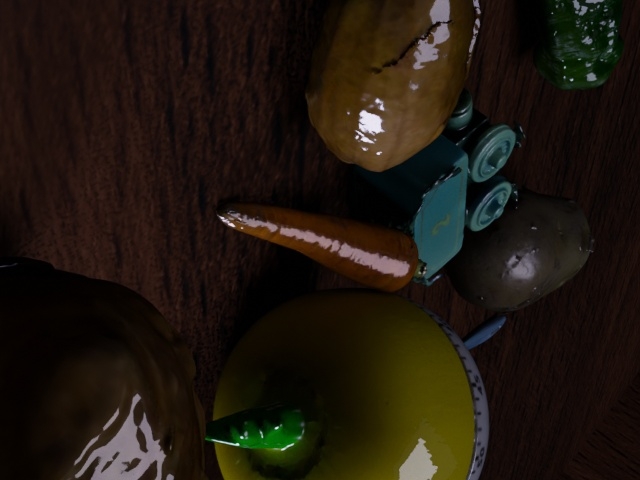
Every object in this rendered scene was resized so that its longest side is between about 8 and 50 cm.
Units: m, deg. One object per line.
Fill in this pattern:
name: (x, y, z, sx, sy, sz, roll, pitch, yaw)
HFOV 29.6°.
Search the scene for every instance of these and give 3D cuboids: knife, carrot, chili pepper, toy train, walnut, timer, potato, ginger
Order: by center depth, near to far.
ginger: (-0.190, 0.145, 0.750, 0.269, 0.223, 0.200, -58, 161, -3)
walnut: (0.058, -0.152, 0.968, 0.137, 0.137, 0.245, -38, 159, -39)
carrot: (0.000, 0.000, 1.096, 0.257, 0.061, 0.061, 16, 107, -39)
timer: (-0.002, 0.170, 1.129, 0.285, 0.285, 0.285, -45, 155, -28)
toy train: (0.114, -0.058, 1.243, 0.163, 0.112, 0.203, -39, 151, -19)
chili pepper: (0.286, -0.261, 1.333, 0.136, 0.099, 0.270, -56, 155, -26)
potato: (0.247, 0.010, 1.553, 0.262, 0.165, 0.165, -14, 133, -50)
knife: (0.202, 0.180, 1.861, 0.313, 0.019, 0.044, -26, 145, -48)
